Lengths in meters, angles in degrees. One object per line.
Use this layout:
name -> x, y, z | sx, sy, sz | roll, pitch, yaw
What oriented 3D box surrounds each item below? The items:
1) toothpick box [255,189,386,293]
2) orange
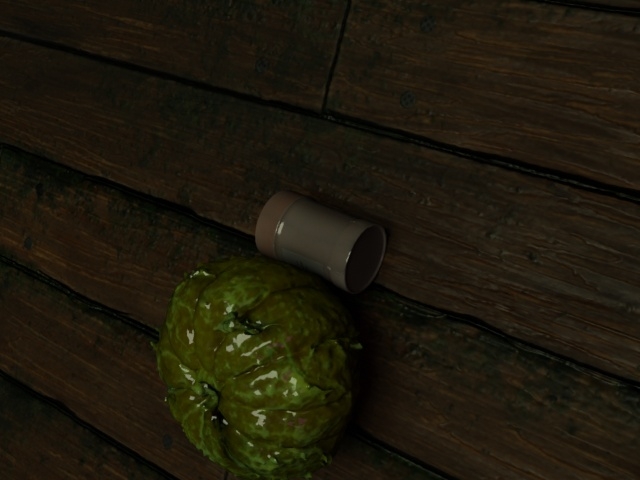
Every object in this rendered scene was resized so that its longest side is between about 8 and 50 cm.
toothpick box -> 0.000, 0.000, 1.113 | 0.149, 0.098, 0.098 | 23, 101, 31
orange -> -0.068, 0.166, 1.081 | 0.300, 0.223, 0.301 | 2, 104, 48
